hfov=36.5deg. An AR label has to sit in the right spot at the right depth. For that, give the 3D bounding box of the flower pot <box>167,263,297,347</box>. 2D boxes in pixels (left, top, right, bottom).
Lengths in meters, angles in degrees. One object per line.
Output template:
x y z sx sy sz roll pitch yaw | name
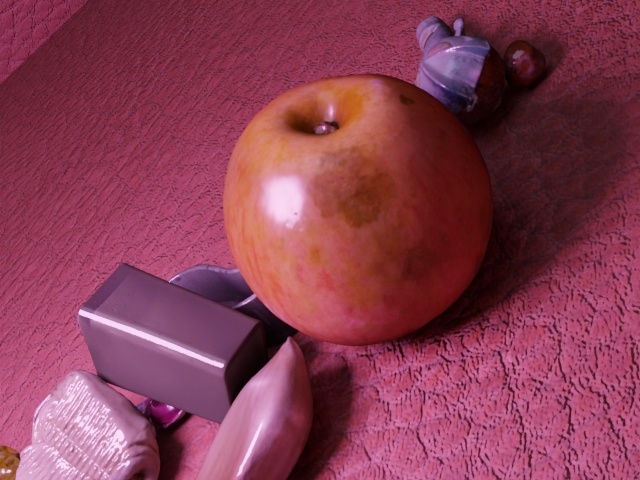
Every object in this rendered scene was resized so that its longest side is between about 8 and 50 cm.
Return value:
-0.141 0.102 1.499 0.229 0.108 0.103 -8 48 36 | flower pot

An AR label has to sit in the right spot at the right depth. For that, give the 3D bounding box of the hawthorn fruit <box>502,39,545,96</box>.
0.301 -0.258 1.500 0.103 0.066 0.066 -55 37 1 | hawthorn fruit

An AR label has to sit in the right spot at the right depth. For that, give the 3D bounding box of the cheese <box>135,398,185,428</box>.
-0.245 0.254 1.499 0.145 0.038 0.095 -25 37 31 | cheese

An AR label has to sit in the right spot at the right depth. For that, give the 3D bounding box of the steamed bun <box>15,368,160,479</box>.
-0.330 0.322 1.426 0.218 0.144 0.211 34 88 24 | steamed bun

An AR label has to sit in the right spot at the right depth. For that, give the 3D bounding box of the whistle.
0.211 -0.279 1.555 0.133 0.142 0.346 0 29 -4 | whistle

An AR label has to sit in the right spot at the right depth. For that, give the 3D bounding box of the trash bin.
-0.203 0.152 1.383 0.240 0.164 0.122 17 49 23 | trash bin

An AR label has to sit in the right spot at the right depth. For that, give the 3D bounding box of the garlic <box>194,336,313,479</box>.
-0.093 0.284 1.267 0.318 0.112 0.143 -54 23 -5 | garlic

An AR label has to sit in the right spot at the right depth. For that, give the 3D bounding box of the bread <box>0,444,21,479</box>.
-0.481 0.411 1.515 0.087 0.098 0.269 -13 25 -29 | bread

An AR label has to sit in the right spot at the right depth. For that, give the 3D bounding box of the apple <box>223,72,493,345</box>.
0.041 -0.048 1.285 0.363 0.364 0.364 -25 39 22 | apple
